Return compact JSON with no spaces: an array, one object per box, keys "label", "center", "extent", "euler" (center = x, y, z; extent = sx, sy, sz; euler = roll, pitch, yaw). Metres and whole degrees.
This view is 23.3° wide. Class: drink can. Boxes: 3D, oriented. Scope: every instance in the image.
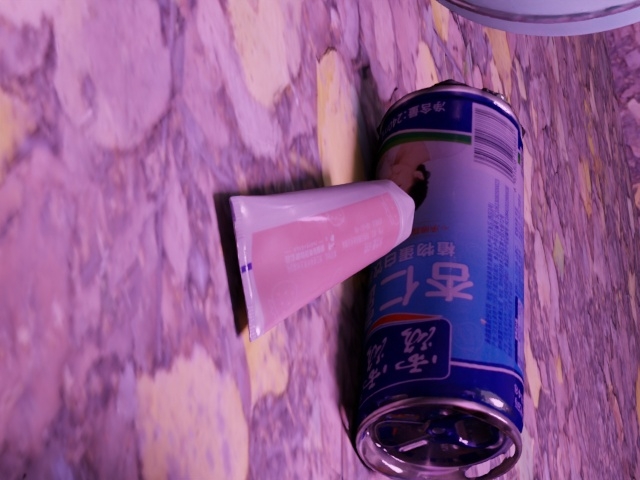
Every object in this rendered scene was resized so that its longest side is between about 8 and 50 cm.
[{"label":"drink can","center":[0.074,0.021,0.922],"extent":[0.097,0.097,0.235],"euler":[62,26,-48]}]

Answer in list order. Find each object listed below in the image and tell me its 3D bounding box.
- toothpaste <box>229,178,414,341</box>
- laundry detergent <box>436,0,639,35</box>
[{"label":"toothpaste","center":[0.000,0.000,0.792],"extent":[0.194,0.043,0.067],"euler":[-21,105,-67]},{"label":"laundry detergent","center":[0.145,-0.299,0.966],"extent":[0.305,0.287,0.287],"euler":[54,33,-57]}]
